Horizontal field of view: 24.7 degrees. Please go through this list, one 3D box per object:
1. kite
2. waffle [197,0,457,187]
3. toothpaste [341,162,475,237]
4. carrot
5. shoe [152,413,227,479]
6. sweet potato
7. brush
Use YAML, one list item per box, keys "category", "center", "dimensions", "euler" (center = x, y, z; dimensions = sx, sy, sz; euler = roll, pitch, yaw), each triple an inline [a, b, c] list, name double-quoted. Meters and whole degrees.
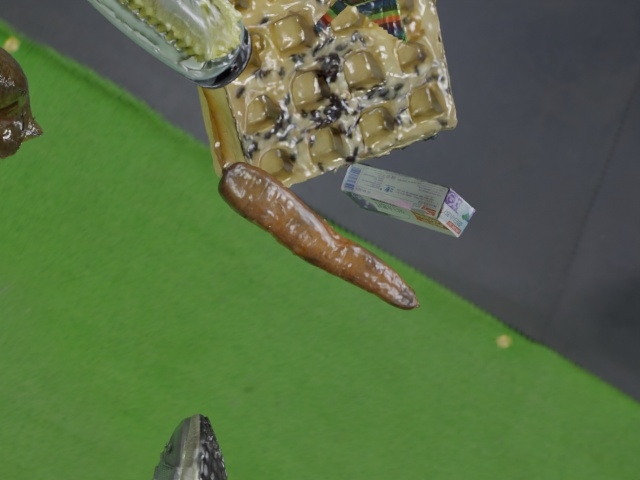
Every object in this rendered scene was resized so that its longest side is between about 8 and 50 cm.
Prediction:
- category: "kite"
  center: [0.025, -0.199, 1.153]
  dimensions: [0.122, 0.090, 0.004]
  euler: [32, 23, -9]
- category: "waffle"
  center: [-0.022, -0.245, 1.407]
  dimensions: [0.261, 0.114, 0.376]
  euler: [-21, 117, -18]
- category: "toothpaste"
  center: [0.093, -0.048, 1.630]
  dimensions: [0.047, 0.196, 0.040]
  euler: [38, 80, -33]
- category: "carrot"
  center: [-0.001, 0.001, 0.990]
  dimensions: [0.165, 0.035, 0.036]
  euler: [36, 67, -6]
- category: "shoe"
  center: [-0.114, 0.205, 1.063]
  dimensions: [0.077, 0.074, 0.194]
  euler: [-8, 42, 8]
- category: "sweet potato"
  center: [-0.392, -0.174, 1.646]
  dimensions: [0.085, 0.286, 0.112]
  euler: [22, 82, 18]
- category: "brush"
  center: [-0.160, -0.208, 0.969]
  dimensions: [0.297, 0.060, 0.068]
  euler: [37, 77, -14]
